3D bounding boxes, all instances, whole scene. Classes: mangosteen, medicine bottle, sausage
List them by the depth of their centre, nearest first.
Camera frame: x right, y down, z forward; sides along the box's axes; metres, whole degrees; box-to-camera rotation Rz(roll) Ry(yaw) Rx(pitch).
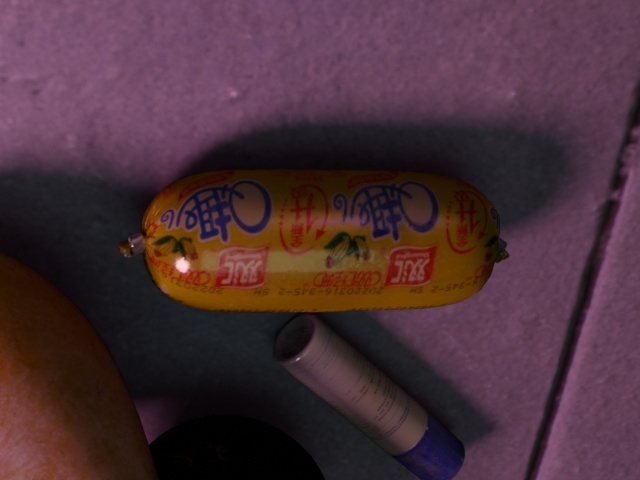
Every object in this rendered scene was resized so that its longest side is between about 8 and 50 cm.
[{"bbox_3d":[0.000,0.000,1.201,0.347,0.123,0.123,0,121,-15],"label":"sausage"},{"bbox_3d":[-0.129,0.267,1.308,0.289,0.231,0.231,10,128,28],"label":"mangosteen"},{"bbox_3d":[0.050,0.156,1.346,0.059,0.059,0.231,-40,121,12],"label":"medicine bottle"}]

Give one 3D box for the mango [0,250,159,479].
[{"bbox_3d":[-0.269,0.142,1.148,0.384,0.199,0.221,51,133,4],"label":"mango"}]
